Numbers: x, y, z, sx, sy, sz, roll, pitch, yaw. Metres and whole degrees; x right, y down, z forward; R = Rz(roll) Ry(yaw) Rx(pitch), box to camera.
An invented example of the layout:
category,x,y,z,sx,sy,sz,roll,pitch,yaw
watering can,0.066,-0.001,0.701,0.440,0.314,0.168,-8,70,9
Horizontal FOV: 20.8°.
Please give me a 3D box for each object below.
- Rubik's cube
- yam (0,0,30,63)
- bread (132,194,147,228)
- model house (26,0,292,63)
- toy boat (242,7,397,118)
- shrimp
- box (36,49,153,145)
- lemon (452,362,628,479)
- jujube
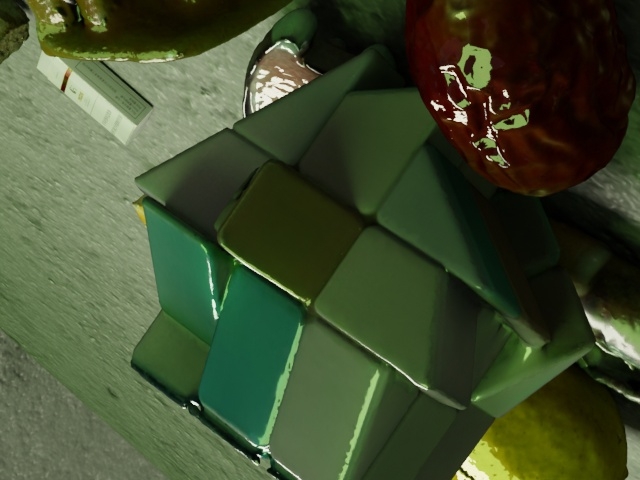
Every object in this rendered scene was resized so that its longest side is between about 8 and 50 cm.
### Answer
category,x,y,z,sx,sy,sz,roll,pitch,yaw
Rubik's cube,0.042,0.043,1.583,0.387,0.368,0.358,34,180,28
yam,-0.480,-0.324,2.165,0.259,0.106,0.106,35,158,13
bread,-0.158,0.009,2.324,0.125,0.068,0.188,15,147,49
model house,-0.155,-0.289,1.538,0.173,0.268,0.239,49,168,42
toy boat,0.004,-0.152,1.741,0.155,0.085,0.227,23,149,1
shrimp,0.313,0.109,1.718,0.445,0.085,0.272,31,162,31
box,-0.284,-0.191,2.184,0.154,0.040,0.084,42,162,-1
lemon,0.226,0.213,1.902,0.260,0.204,0.204,41,160,-16
jujube,0.155,-0.142,1.357,0.174,0.174,0.250,28,162,30
